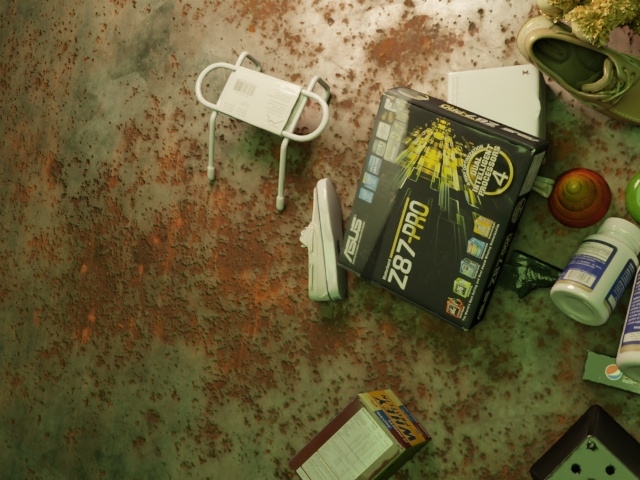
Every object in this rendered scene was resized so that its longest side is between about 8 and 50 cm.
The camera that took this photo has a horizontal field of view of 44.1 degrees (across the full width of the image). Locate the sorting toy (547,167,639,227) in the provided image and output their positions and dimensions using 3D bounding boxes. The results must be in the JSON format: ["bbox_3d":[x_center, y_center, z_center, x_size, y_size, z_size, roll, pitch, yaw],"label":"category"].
[{"bbox_3d":[0.601,-0.090,1.459,0.365,0.126,0.127,1,83,24],"label":"sorting toy"}]

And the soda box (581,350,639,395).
[{"bbox_3d":[0.574,0.252,1.460,0.169,0.053,0.060,13,87,23],"label":"soda box"}]

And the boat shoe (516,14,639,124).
[{"bbox_3d":[0.517,-0.295,1.460,0.341,0.110,0.121,24,118,-7],"label":"boat shoe"}]

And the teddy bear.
[{"bbox_3d":[0.533,-0.450,1.434,0.113,0.338,0.245,105,147,-44],"label":"teddy bear"}]

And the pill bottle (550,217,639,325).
[{"bbox_3d":[0.517,0.054,1.458,0.112,0.112,0.186,31,70,23],"label":"pill bottle"}]

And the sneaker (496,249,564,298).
[{"bbox_3d":[0.414,0.079,1.556,0.170,0.051,0.089,26,103,19],"label":"sneaker"}]

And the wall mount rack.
[{"bbox_3d":[-0.136,-0.255,1.797,0.350,0.130,0.304,24,88,24],"label":"wall mount rack"}]

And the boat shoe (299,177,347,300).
[{"bbox_3d":[0.000,0.000,1.720,0.088,0.096,0.267,-7,87,19],"label":"boat shoe"}]

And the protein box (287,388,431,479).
[{"bbox_3d":[0.082,0.414,1.562,0.201,0.200,0.136,-45,69,11],"label":"protein box"}]

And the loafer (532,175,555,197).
[{"bbox_3d":[0.406,-0.116,1.579,0.125,0.045,0.039,20,102,42],"label":"loafer"}]

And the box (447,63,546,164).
[{"bbox_3d":[0.355,-0.245,1.587,0.182,0.119,0.181,-1,82,23],"label":"box"}]

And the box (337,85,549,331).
[{"bbox_3d":[0.226,-0.064,1.549,0.318,0.097,0.395,29,119,26],"label":"box"}]

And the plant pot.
[{"bbox_3d":[0.492,0.425,1.409,0.187,0.167,0.188,-49,67,9],"label":"plant pot"}]

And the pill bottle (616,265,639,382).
[{"bbox_3d":[0.620,0.118,1.382,0.153,0.153,0.264,12,70,24],"label":"pill bottle"}]
